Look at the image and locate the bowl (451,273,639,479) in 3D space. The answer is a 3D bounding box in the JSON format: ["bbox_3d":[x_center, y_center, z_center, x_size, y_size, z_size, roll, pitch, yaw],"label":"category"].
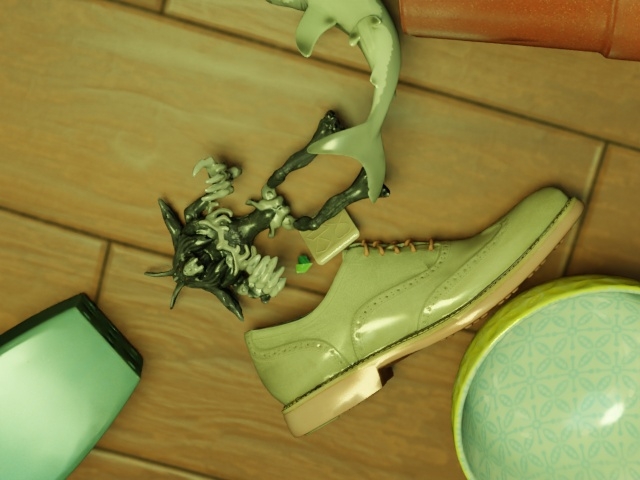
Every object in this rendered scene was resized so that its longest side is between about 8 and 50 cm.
[{"bbox_3d":[0.268,0.150,1.279,0.289,0.156,0.289,-3,111,-7],"label":"bowl"}]

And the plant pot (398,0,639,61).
[{"bbox_3d":[0.211,-0.299,1.155,0.265,0.272,0.272,2,102,8],"label":"plant pot"}]

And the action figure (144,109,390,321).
[{"bbox_3d":[-0.073,-0.020,1.261,0.275,0.141,0.164,-36,87,6],"label":"action figure"}]

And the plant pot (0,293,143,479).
[{"bbox_3d":[-0.314,0.176,1.293,0.234,0.166,0.165,-41,99,0],"label":"plant pot"}]

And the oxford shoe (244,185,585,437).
[{"bbox_3d":[0.097,0.046,1.280,0.397,0.140,0.146,-35,85,0],"label":"oxford shoe"}]

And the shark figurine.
[{"bbox_3d":[0.049,-0.192,1.212,0.166,0.116,0.278,-30,62,17],"label":"shark figurine"}]

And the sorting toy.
[{"bbox_3d":[0.000,0.000,1.313,0.083,0.062,0.012,-38,137,8],"label":"sorting toy"}]
